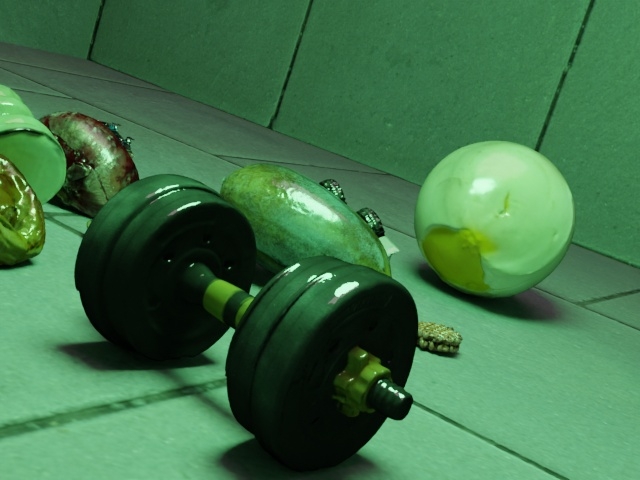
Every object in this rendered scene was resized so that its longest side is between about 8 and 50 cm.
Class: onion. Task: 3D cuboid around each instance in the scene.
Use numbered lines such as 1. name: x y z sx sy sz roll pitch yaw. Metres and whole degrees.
1. onion: -0.345 -0.129 1.434 0.206 0.098 0.151 36 38 4

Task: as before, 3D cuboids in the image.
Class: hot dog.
1. hot dog: -0.438 -0.060 1.084 0.259 0.114 0.175 17 12 2

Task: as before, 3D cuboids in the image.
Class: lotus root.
1. lotus root: 0.000 0.000 1.337 0.322 0.140 0.158 33 -19 15

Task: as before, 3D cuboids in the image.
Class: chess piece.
1. chess piece: -0.453 -0.150 1.346 0.133 0.133 0.243 10 25 -34

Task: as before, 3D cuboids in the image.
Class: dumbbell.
1. dumbbell: -0.072 0.066 0.867 0.388 0.185 0.185 27 14 37

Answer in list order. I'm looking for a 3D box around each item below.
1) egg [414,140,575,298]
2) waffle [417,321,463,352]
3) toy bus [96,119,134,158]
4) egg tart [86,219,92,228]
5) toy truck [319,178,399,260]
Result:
1. egg: 0.308 -0.037 1.712 0.283 0.283 0.345 18 -3 2
2. waffle: 0.153 0.131 1.293 0.083 0.029 0.075 11 10 -17
3. toy bus: -0.391 -0.160 1.698 0.073 0.096 0.235 11 13 -26
4. egg tart: -0.213 -0.017 1.311 0.212 0.090 0.212 13 11 -2
5. toy truck: 0.015 -0.005 1.530 0.136 0.111 0.286 -21 36 -19
